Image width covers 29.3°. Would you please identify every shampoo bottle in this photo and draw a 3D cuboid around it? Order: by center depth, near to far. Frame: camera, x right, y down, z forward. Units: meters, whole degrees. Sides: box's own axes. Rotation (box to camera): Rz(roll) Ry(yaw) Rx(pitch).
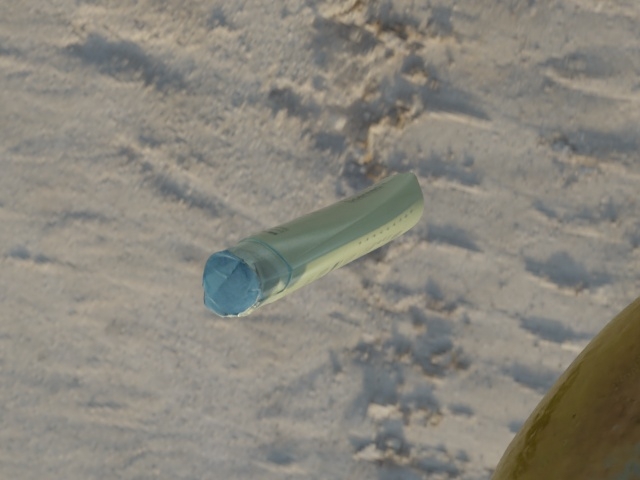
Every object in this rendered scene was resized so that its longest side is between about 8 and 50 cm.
[{"bbox_3d":[0.000,0.000,0.901,0.072,0.212,0.049,-18,95,40],"label":"shampoo bottle"}]

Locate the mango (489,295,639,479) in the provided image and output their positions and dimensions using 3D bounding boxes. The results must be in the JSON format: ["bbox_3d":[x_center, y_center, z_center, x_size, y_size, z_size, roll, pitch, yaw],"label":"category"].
[{"bbox_3d":[0.236,0.203,0.700,0.301,0.445,0.220,31,176,17],"label":"mango"}]
